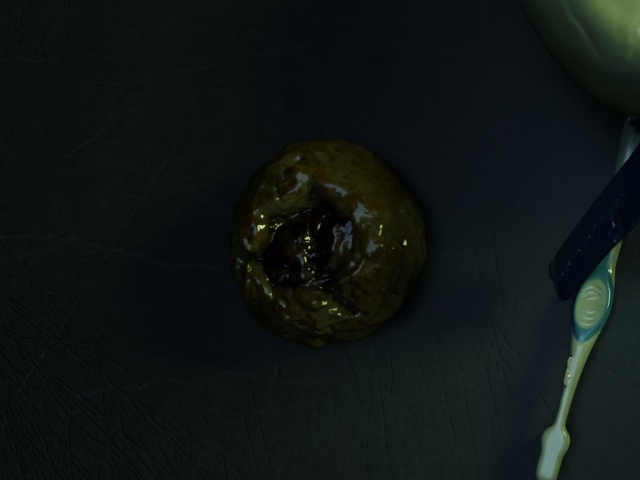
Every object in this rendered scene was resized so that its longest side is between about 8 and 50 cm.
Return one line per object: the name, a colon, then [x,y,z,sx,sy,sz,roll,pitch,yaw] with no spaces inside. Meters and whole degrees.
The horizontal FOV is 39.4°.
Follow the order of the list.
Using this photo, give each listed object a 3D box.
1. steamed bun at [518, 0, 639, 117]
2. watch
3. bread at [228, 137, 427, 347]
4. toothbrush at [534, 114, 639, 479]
steamed bun: [0.337,-0.276,0.783,0.334,0.233,0.312,-34,69,20]
watch: [0.300,-0.058,0.729,0.276,0.274,0.068,-29,70,10]
bread: [0.000,0.000,0.962,0.230,0.123,0.230,-4,80,22]
toothbrush: [0.269,0.053,0.879,0.040,0.040,0.386,14,89,25]
